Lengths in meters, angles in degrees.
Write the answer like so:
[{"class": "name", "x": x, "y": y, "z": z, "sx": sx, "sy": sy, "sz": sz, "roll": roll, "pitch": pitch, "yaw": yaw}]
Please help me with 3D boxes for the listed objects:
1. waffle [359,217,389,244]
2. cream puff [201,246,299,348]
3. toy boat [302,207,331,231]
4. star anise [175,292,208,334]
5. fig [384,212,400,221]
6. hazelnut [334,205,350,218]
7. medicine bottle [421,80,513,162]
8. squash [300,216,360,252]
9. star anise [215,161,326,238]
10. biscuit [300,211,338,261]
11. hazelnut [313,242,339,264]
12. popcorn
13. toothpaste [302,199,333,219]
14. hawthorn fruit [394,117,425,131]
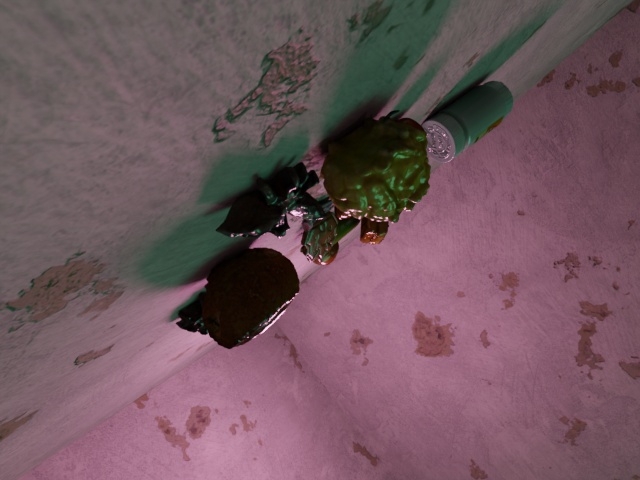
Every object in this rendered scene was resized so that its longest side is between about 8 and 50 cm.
[{"class": "waffle", "x": 0.224, "y": -0.105, "z": 1.716, "sx": 0.098, "sy": 0.224, "sz": 0.327, "roll": 3, "pitch": 173, "yaw": 2}, {"class": "cream puff", "x": -0.200, "y": 0.139, "z": 1.130, "sx": 0.303, "sy": 0.212, "sz": 0.303, "roll": -40, "pitch": -178, "yaw": 2}, {"class": "toy boat", "x": -0.011, "y": -0.086, "z": 1.415, "sx": 0.122, "sy": 0.034, "sz": 0.096, "roll": -46, "pitch": 176, "yaw": -19}, {"class": "star anise", "x": -0.350, "y": 0.227, "z": 1.358, "sx": 0.223, "sy": 0.109, "sz": 0.236, "roll": -39, "pitch": 173, "yaw": -36}, {"class": "fig", "x": 0.224, "y": -0.163, "z": 1.465, "sx": 0.181, "sy": 0.191, "sz": 0.181, "roll": -21, "pitch": 180, "yaw": 0}, {"class": "hazelnut", "x": 0.089, "y": -0.122, "z": 1.506, "sx": 0.086, "sy": 0.086, "sz": 0.086, "roll": -38, "pitch": 173, "yaw": -5}, {"class": "medicine bottle", "x": 0.499, "y": -0.409, "z": 1.401, "sx": 0.318, "sy": 0.158, "sz": 0.158, "roll": -36, "pitch": 173, "yaw": -18}, {"class": "squash", "x": 0.048, "y": -0.035, "z": 1.732, "sx": 0.379, "sy": 0.101, "sz": 0.101, "roll": -36, "pitch": 173, "yaw": -41}, {"class": "star anise", "x": -0.079, "y": -0.065, "z": 0.841, "sx": 0.198, "sy": 0.110, "sz": 0.257, "roll": -40, "pitch": 167, "yaw": 8}, {"class": "biscuit", "x": 0.002, "y": 0.001, "z": 1.568, "sx": 0.182, "sy": 0.034, "sz": 0.215, "roll": -34, "pitch": 140, "yaw": -31}, {"class": "hazelnut", "x": 0.005, "y": 0.034, "z": 1.817, "sx": 0.150, "sy": 0.150, "sz": 0.150, "roll": -38, "pitch": 173, "yaw": -5}, {"class": "popcorn", "x": 0.121, "y": -0.162, "z": 0.898, "sx": 0.249, "sy": 0.249, "sz": 0.225, "roll": -37, "pitch": 144, "yaw": -15}, {"class": "toothpaste", "x": -0.006, "y": -0.099, "z": 1.300, "sx": 0.057, "sy": 0.035, "sz": 0.197, "roll": -37, "pitch": 178, "yaw": 34}, {"class": "hawthorn fruit", "x": 0.219, "y": -0.259, "z": 1.092, "sx": 0.128, "sy": 0.128, "sz": 0.128, "roll": -38, "pitch": 173, "yaw": -5}]
